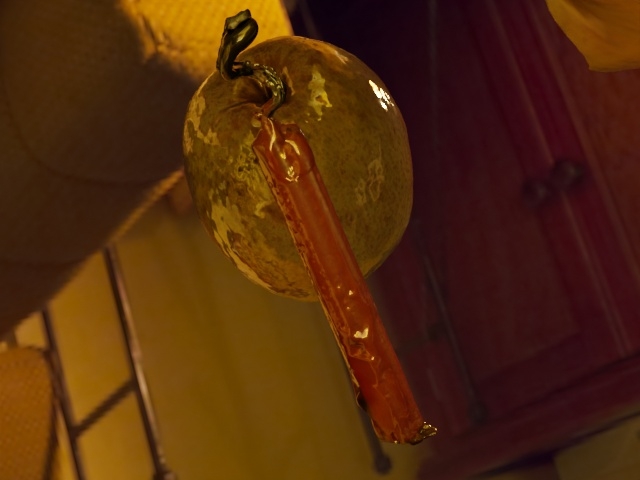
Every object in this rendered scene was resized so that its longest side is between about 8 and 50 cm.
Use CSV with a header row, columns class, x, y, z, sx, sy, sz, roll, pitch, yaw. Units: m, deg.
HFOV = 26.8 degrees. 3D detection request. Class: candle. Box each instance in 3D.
class,x,y,z,sx,sy,sz,roll,pitch,yaw
candle,-0.001,0.000,0.463,0.021,0.167,0.026,-30,-157,-15

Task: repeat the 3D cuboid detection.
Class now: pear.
class,x,y,z,sx,sy,sz,roll,pitch,yaw
pear,-0.020,-0.070,1.131,0.188,0.228,0.211,-15,141,-5

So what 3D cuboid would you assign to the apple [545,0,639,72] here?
class,x,y,z,sx,sy,sz,roll,pitch,yaw
apple,0.147,-0.216,0.566,0.293,0.251,0.163,22,163,-41
